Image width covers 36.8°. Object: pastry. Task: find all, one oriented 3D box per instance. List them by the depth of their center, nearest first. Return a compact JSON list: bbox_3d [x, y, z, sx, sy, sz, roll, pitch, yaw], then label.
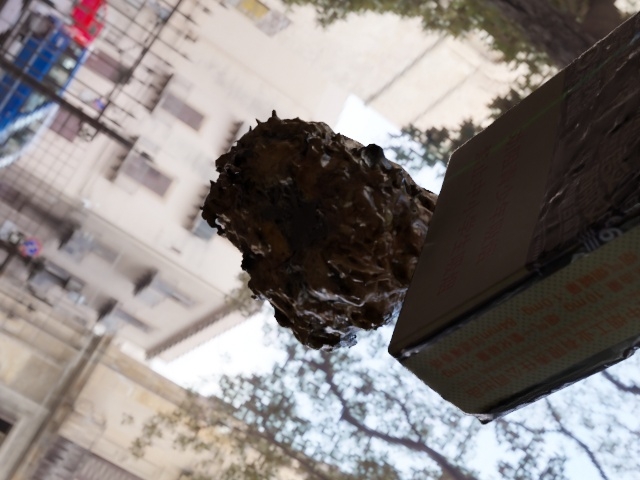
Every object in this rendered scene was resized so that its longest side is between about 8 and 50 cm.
[{"bbox_3d":[0.000,0.000,0.924,0.193,0.275,0.275,-63,-162,-4],"label":"pastry"}]

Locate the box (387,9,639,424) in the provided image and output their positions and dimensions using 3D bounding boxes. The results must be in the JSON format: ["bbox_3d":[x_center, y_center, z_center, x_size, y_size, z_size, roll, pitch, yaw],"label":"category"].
[{"bbox_3d":[0.181,-0.044,0.525,0.310,0.084,0.198,-38,-160,43],"label":"box"}]
